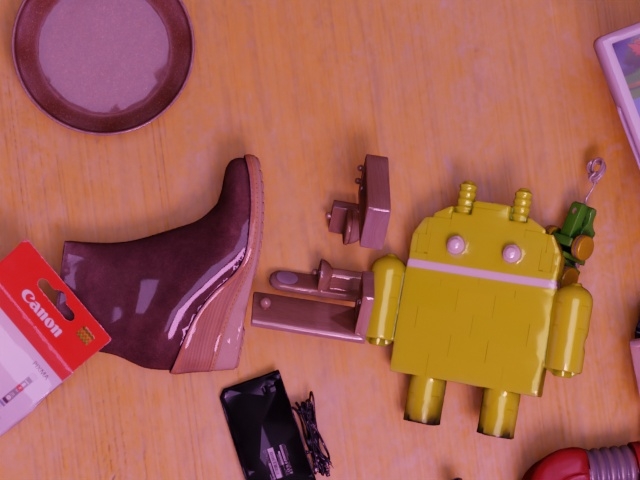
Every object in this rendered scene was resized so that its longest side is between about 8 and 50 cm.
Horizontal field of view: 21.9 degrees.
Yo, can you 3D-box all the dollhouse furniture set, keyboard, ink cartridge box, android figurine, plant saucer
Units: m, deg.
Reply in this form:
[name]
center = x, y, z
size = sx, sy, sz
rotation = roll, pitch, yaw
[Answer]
[dollhouse furniture set]
center = 0.000, 0.000, 1.766
size = 0.123, 0.144, 0.151
rotation = 9, 122, -5
[keyboard]
center = -0.036, 0.240, 1.806
size = 0.100, 0.038, 0.192
rotation = -19, 81, 3
[ink cartridge box]
center = -0.332, 0.109, 1.742
size = 0.179, 0.045, 0.145
rotation = -39, 91, 21
[android figurine]
center = 0.171, 0.073, 1.796
size = 0.248, 0.056, 0.273
rotation = 11, 89, 16
[plant saucer]
center = -0.237, -0.212, 1.809
size = 0.198, 0.036, 0.198
rotation = 0, 87, -5

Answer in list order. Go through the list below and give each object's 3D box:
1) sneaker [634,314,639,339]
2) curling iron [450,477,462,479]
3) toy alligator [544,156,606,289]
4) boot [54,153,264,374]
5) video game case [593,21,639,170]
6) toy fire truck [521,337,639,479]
[sneaker]
center = 0.466, 0.104, 1.837
size = 0.232, 0.081, 0.090
rotation = -3, 94, -5
[curling iron]
center = 0.204, 0.380, 1.806
size = 0.068, 0.035, 0.274
rotation = -29, 96, -8
[toy alligator]
center = 0.284, 0.001, 1.843
size = 0.051, 0.056, 0.189
rotation = 34, 80, -45
[boot]
center = -0.172, 0.016, 1.773
size = 0.207, 0.090, 0.248
rotation = 10, 89, -7
[video game case]
center = 0.493, -0.129, 1.759
size = 0.329, 0.036, 0.300
rotation = -20, 89, -5
[toy fire truck]
center = 0.323, 0.241, 1.792
size = 0.217, 0.158, 0.246
rotation = -4, 75, -5
